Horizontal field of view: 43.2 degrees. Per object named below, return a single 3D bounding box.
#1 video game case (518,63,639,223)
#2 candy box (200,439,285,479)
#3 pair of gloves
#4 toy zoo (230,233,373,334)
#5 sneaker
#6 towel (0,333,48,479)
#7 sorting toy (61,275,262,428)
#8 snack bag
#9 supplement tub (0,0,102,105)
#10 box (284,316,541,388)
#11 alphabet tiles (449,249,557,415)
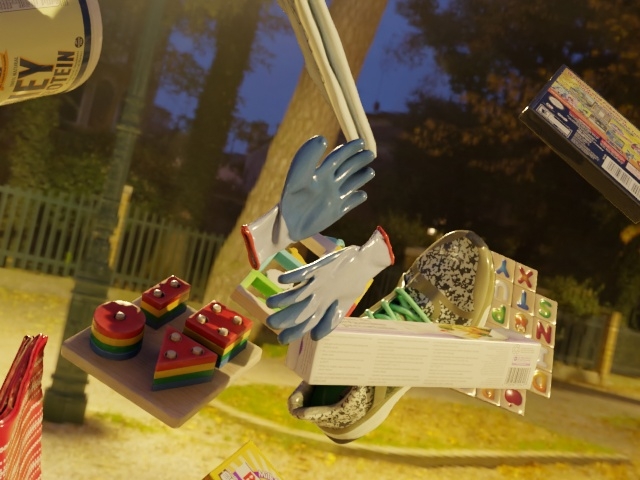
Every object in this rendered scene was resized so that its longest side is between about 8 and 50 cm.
[{"bbox_3d":[0.505,-0.184,1.468,0.275,0.035,0.248,43,42,3],"label":"video game case"},{"bbox_3d":[-0.055,0.359,1.033,0.206,0.027,0.105,47,24,9],"label":"candy box"},{"bbox_3d":[0.000,0.000,0.750,0.023,0.159,0.198,27,-35,43],"label":"pair of gloves"},{"bbox_3d":[-0.018,0.076,1.502,0.192,0.030,0.293,38,40,2],"label":"toy zoo"},{"bbox_3d":[0.102,0.151,1.212,0.158,0.410,0.182,45,14,27],"label":"sneaker"},{"bbox_3d":[-0.352,0.269,0.942,0.031,0.275,0.199,5,21,-8],"label":"towel"},{"bbox_3d":[-0.268,0.172,1.420,0.257,0.089,0.255,28,31,19],"label":"sorting toy"},{"bbox_3d":[-0.046,-0.294,0.875,0.037,0.343,0.323,-26,-38,2],"label":"snack bag"},{"bbox_3d":[-0.514,-0.310,1.186,0.235,0.236,0.325,11,25,33],"label":"supplement tub"},{"bbox_3d":[0.117,0.133,0.950,0.324,0.067,0.063,6,10,-29],"label":"box"},{"bbox_3d":[0.366,0.179,1.681,0.285,0.343,0.011,23,-32,-13],"label":"alphabet tiles"}]
